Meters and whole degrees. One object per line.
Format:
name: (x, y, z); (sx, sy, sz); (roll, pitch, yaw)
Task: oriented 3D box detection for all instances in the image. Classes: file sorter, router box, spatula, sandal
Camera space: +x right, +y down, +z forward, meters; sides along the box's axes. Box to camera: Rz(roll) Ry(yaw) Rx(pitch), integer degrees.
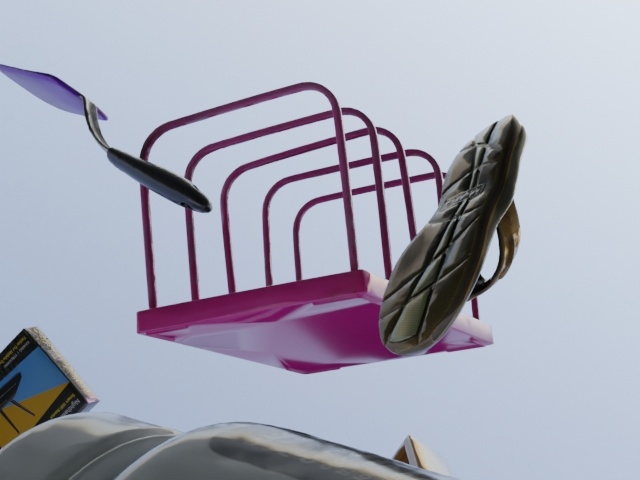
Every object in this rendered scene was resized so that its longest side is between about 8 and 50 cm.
file sorter: (0.000, 0.000, 1.136); (0.202, 0.182, 0.290); (-12, 163, 24)
router box: (-0.393, 0.220, 1.690); (0.133, 0.179, 0.046); (46, -168, 10)
spatula: (-0.177, -0.086, 1.086); (0.296, 0.030, 0.084); (37, 179, 41)
sandal: (0.093, -0.001, 0.786); (0.049, 0.072, 0.180); (42, -126, -20)

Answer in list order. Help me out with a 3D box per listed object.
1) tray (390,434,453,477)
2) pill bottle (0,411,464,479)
tray: (0.041, 0.475, 1.726); (0.076, 0.411, 0.203); (32, -171, -9)
pill bottle: (0.011, 0.188, 0.522); (0.361, 0.204, 0.204); (10, -156, 40)
